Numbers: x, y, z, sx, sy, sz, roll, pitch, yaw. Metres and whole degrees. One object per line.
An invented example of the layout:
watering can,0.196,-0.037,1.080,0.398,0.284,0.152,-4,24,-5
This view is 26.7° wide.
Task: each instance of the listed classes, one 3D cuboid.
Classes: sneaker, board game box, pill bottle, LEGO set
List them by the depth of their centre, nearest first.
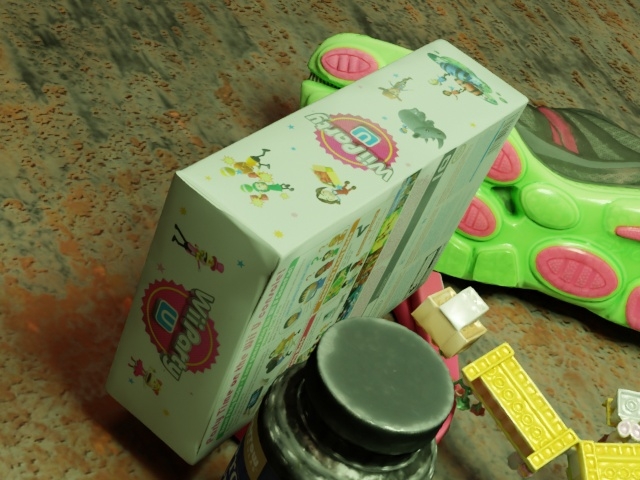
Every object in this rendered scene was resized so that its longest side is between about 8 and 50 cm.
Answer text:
pill bottle,0.004,0.156,0.903,0.123,0.219,0.122,15,41,-13
board game box,0.000,0.000,0.996,0.097,0.224,0.303,39,42,16
LEGO set,0.185,0.153,1.065,0.287,0.107,0.132,23,58,-3
sneaker,0.195,-0.051,1.298,0.483,0.185,0.202,26,19,-8

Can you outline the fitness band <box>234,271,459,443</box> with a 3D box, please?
fitness band,0.007,0.079,1.127,0.209,0.054,0.290,11,41,-14
